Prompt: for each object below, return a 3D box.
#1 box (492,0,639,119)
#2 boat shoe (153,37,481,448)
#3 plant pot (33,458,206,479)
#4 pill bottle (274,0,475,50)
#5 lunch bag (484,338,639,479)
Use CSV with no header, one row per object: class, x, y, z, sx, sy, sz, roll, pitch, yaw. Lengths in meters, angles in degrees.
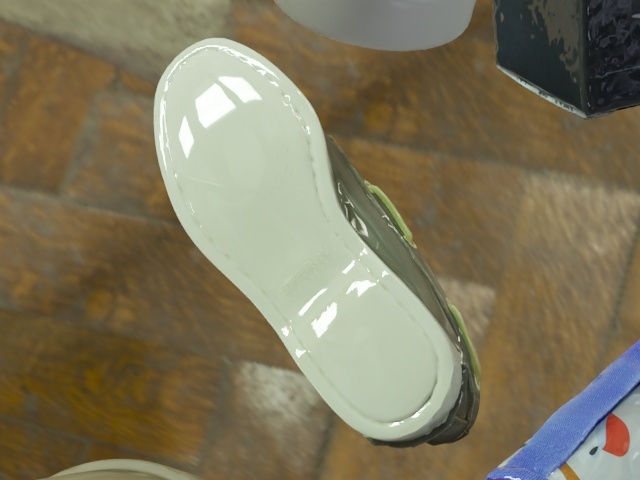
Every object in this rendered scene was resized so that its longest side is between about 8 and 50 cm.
box,0.177,-0.187,1.035,0.153,0.207,0.108,-13,25,-20
boat shoe,-0.004,0.003,1.204,0.109,0.091,0.305,-39,64,10
plant pot,-0.218,0.332,1.665,0.323,0.280,0.323,-6,73,18
pill bottle,0.035,-0.172,0.727,0.112,0.112,0.187,28,127,23
lunch bag,0.272,0.282,1.576,0.239,0.328,0.385,1,115,41
